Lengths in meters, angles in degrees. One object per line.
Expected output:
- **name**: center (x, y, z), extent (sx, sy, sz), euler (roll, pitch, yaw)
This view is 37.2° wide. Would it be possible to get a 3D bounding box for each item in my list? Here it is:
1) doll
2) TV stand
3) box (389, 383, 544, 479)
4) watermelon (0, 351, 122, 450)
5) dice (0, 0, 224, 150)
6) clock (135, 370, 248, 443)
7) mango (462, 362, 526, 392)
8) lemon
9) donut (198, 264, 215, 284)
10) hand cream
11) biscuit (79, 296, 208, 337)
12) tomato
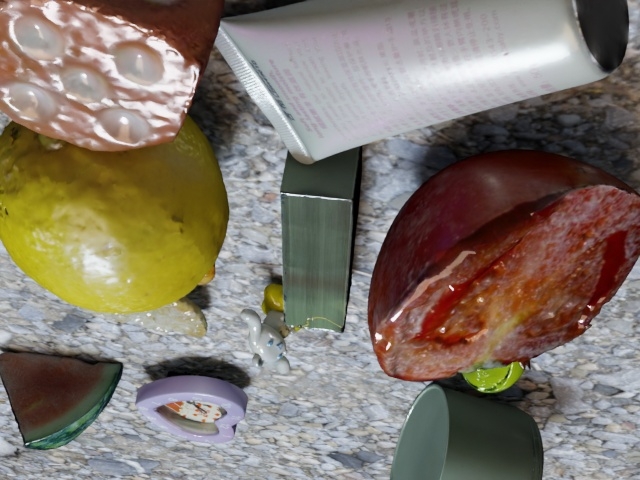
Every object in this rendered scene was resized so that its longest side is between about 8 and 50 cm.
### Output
- **doll**: center (-0.066, 0.113, 1.251), extent (0.071, 0.113, 0.135), euler (11, 171, 32)
- **TV stand**: center (0.000, 0.000, 1.095), extent (0.082, 0.088, 0.269), euler (6, 145, 2)
- **box**: center (0.210, 0.341, 1.408), extent (0.149, 0.226, 0.226), euler (17, 144, -11)
- **watermelon**: center (-0.434, 0.266, 1.523), extent (0.202, 0.207, 0.136), euler (14, 121, 20)
- **dice**: center (-0.177, -0.193, 0.799), extent (0.179, 0.174, 0.175), euler (12, 144, -12)
- **clock**: center (-0.208, 0.257, 1.527), extent (0.172, 0.064, 0.198), euler (14, 145, -7)
- **mango**: center (0.232, 0.133, 1.248), extent (0.091, 0.074, 0.165), euler (14, 133, 3)
- **lemon**: center (-0.210, -0.043, 0.962), extent (0.235, 0.236, 0.263), euler (6, 135, 5)
- **donut**: center (-0.181, 0.013, 1.196), extent (0.108, 0.043, 0.097), euler (13, 145, -3)
- **hand cream**: center (0.082, -0.165, 0.841), extent (0.358, 0.118, 0.185), euler (-8, 135, 33)
- **biscuit**: center (-0.266, 0.072, 1.275), extent (0.265, 0.040, 0.188), euler (30, 153, -32)
- **tomato**: center (0.170, 0.003, 0.996), extent (0.309, 0.170, 0.309), euler (-17, 140, -15)
